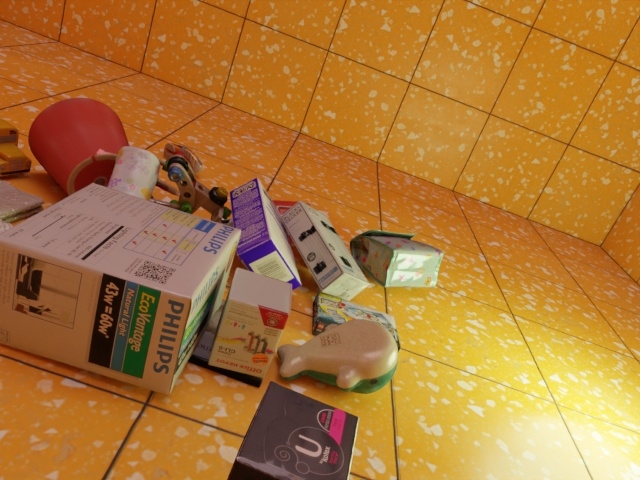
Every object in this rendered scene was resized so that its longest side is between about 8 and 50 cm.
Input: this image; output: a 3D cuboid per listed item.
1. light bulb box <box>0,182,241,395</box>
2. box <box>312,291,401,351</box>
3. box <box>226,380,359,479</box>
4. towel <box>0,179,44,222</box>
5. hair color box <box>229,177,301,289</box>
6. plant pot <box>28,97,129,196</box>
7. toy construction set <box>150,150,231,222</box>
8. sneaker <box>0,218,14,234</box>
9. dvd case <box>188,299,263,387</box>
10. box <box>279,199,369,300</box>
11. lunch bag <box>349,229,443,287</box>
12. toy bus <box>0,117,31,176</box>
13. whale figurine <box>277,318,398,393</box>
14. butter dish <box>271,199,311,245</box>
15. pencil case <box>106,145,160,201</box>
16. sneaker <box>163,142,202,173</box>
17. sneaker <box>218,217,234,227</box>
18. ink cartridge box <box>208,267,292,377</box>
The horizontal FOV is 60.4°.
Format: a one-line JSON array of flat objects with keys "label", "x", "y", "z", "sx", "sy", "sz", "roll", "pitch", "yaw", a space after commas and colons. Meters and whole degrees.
[{"label": "light bulb box", "x": -0.397, "y": 0.077, "z": 1.129, "sx": 0.361, "sy": 0.225, "sz": 0.358, "roll": 18, "pitch": 23, "yaw": 0}, {"label": "box", "x": 0.093, "y": 0.227, "z": 1.486, "sx": 0.233, "sy": 0.044, "sz": 0.159, "roll": 19, "pitch": 22, "yaw": -7}, {"label": "box", "x": -0.065, "y": 0.362, "z": 0.749, "sx": 0.143, "sy": 0.270, "sz": 0.165, "roll": 22, "pitch": 23, "yaw": 1}, {"label": "towel", "x": -0.848, "y": -0.090, "z": 1.358, "sx": 0.187, "sy": 0.049, "sz": 0.282, "roll": 23, "pitch": 23, "yaw": 5}, {"label": "hair color box", "x": -0.163, "y": -0.012, "z": 1.565, "sx": 0.185, "sy": 0.110, "sz": 0.338, "roll": 60, "pitch": 8, "yaw": -35}, {"label": "plant pot", "x": -0.675, "y": -0.239, "z": 1.609, "sx": 0.275, "sy": 0.275, "sz": 0.243, "roll": -2, "pitch": 42, "yaw": -44}, {"label": "toy construction set", "x": -0.408, "y": -0.119, "z": 1.654, "sx": 0.237, "sy": 0.257, "sz": 0.309, "roll": 29, "pitch": 8, "yaw": -30}, {"label": "sneaker", "x": -0.714, "y": -0.011, "z": 1.165, "sx": 0.305, "sy": 0.152, "sz": 0.114, "roll": -1, "pitch": 30, "yaw": -46}, {"label": "dvd case", "x": -0.195, "y": 0.225, "z": 1.265, "sx": 0.180, "sy": 0.022, "sz": 0.253, "roll": 21, "pitch": 23, "yaw": -2}, {"label": "box", "x": 0.011, "y": 0.030, "z": 1.637, "sx": 0.169, "sy": 0.087, "sz": 0.290, "roll": 27, "pitch": 26, "yaw": -54}, {"label": "lunch bag", "x": 0.248, "y": 0.053, "z": 1.879, "sx": 0.223, "sy": 0.160, "sz": 0.262, "roll": 4, "pitch": 17, "yaw": -29}, {"label": "toy bus", "x": -0.994, "y": -0.308, "z": 1.608, "sx": 0.333, "sy": 0.130, "sz": 0.108, "roll": 29, "pitch": 24, "yaw": 18}, {"label": "whale figurine", "x": 0.040, "y": 0.280, "z": 1.254, "sx": 0.272, "sy": 0.141, "sz": 0.216, "roll": -8, "pitch": 28, "yaw": -6}, {"label": "butter dish", "x": -0.112, "y": -0.042, "z": 1.831, "sx": 0.160, "sy": 0.118, "sz": 0.160, "roll": 2, "pitch": 68, "yaw": -25}, {"label": "pencil case", "x": -0.517, "y": -0.116, "z": 1.450, "sx": 0.124, "sy": 0.113, "sz": 0.273, "roll": 10, "pitch": 65, "yaw": -1}, {"label": "sneaker", "x": -0.517, "y": -0.321, "z": 2.132, "sx": 0.215, "sy": 0.084, "sz": 0.083, "roll": 36, "pitch": 22, "yaw": 33}, {"label": "sneaker", "x": -0.271, "y": -0.033, "z": 1.729, "sx": 0.152, "sy": 0.061, "sz": 0.053, "roll": 15, "pitch": 21, "yaw": -18}, {"label": "ink cartridge box", "x": -0.148, "y": 0.175, "z": 1.162, "sx": 0.128, "sy": 0.176, "sz": 0.127, "roll": 16, "pitch": 26, "yaw": -9}]
